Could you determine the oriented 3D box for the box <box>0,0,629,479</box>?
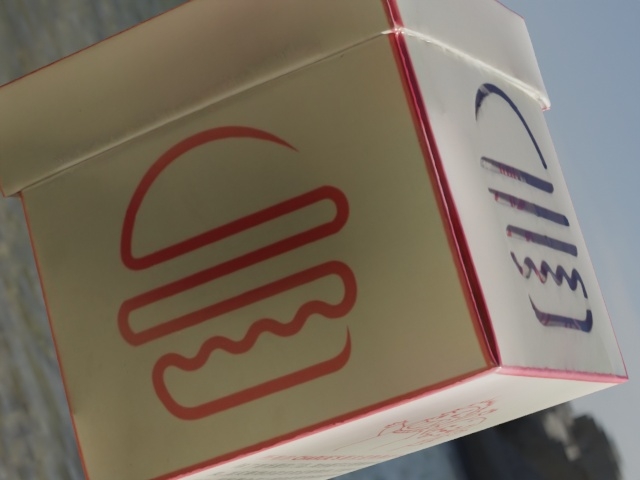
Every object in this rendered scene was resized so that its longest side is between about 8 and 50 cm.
[{"bbox_3d":[0.000,0.000,1.215,0.314,0.312,0.300,13,60,-64],"label":"box"}]
